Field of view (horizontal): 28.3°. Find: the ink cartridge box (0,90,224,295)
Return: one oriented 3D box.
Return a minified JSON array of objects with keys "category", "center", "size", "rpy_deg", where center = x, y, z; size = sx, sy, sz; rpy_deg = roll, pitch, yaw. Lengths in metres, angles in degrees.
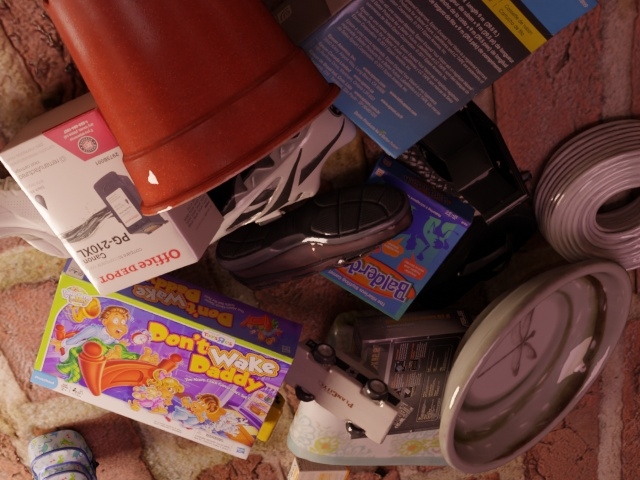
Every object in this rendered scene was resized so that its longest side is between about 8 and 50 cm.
[{"category":"ink cartridge box","center":[-0.263,-0.065,1.616],"size":[0.172,0.100,0.237],"rpy_deg":[-20,116,29]}]

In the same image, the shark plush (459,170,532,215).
[{"category":"shark plush","center":[0.237,-0.072,1.873],"size":[0.161,0.073,0.067],"rpy_deg":[-12,105,2]}]

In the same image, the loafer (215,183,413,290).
[{"category":"loafer","center":[0.000,0.000,1.810],"size":[0.302,0.109,0.095],"rpy_deg":[-14,132,23]}]

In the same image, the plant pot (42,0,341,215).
[{"category":"plant pot","center":[-0.160,-0.213,1.443],"size":[0.272,0.272,0.265],"rpy_deg":[-29,104,12]}]

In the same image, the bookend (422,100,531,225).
[{"category":"bookend","center":[0.196,-0.129,1.731],"size":[0.072,0.156,0.157],"rpy_deg":[-36,132,19]}]

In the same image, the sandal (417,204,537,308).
[{"category":"sandal","center":[0.249,0.036,1.957],"size":[0.097,0.055,0.254],"rpy_deg":[11,136,-33]}]

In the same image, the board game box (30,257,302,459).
[{"category":"board game box","center":[-0.229,0.165,1.862],"size":[0.347,0.078,0.233],"rpy_deg":[21,128,-4]}]

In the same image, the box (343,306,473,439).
[{"category":"box","center":[0.136,0.211,2.000],"size":[0.183,0.056,0.231],"rpy_deg":[-5,131,-11]}]

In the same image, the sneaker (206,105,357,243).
[{"category":"sneaker","center":[-0.079,-0.073,1.721],"size":[0.146,0.123,0.330],"rpy_deg":[18,136,-38]}]

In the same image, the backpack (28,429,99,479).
[{"category":"backpack","center":[-0.424,0.371,2.088],"size":[0.105,0.084,0.114],"rpy_deg":[-15,133,-5]}]

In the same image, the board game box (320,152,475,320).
[{"category":"board game box","center":[0.102,-0.002,1.857],"size":[0.160,0.047,0.210],"rpy_deg":[31,123,-4]}]

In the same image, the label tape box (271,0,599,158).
[{"category":"label tape box","center":[0.139,-0.288,1.593],"size":[0.333,0.106,0.240],"rpy_deg":[-37,131,19]}]

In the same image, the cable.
[{"category":"cable","center":[0.449,-0.063,1.915],"size":[0.257,0.089,0.257],"rpy_deg":[9,130,-24]}]

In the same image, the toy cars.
[{"category":"toy cars","center":[-0.045,0.219,1.962],"size":[0.393,0.087,0.177],"rpy_deg":[-4,115,33]}]

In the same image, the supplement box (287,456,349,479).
[{"category":"supplement box","center":[-0.004,0.421,2.291],"size":[0.098,0.036,0.062],"rpy_deg":[3,132,-19]}]

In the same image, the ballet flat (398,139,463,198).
[{"category":"ballet flat","center":[0.157,-0.113,1.790],"size":[0.173,0.057,0.049],"rpy_deg":[34,121,-27]}]

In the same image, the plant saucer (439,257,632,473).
[{"category":"plant saucer","center":[0.309,0.175,1.954],"size":[0.400,0.100,0.401],"rpy_deg":[-29,141,-27]}]

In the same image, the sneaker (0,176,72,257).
[{"category":"sneaker","center":[-0.401,-0.059,1.687],"size":[0.232,0.090,0.115],"rpy_deg":[13,122,-38]}]

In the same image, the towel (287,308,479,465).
[{"category":"towel","center":[0.156,0.249,2.140],"size":[0.374,0.090,0.321],"rpy_deg":[4,129,-19]}]
